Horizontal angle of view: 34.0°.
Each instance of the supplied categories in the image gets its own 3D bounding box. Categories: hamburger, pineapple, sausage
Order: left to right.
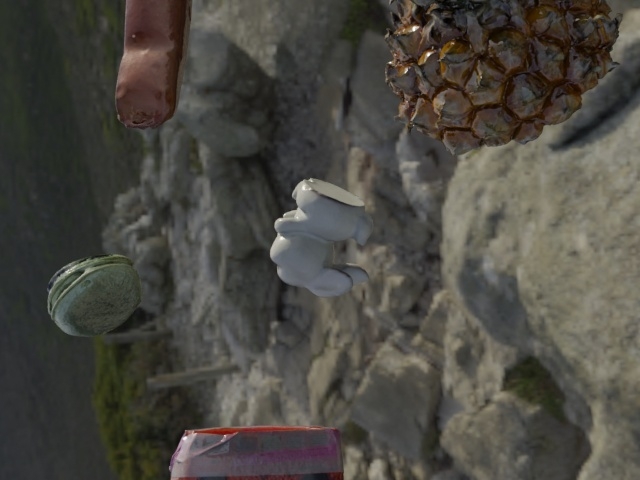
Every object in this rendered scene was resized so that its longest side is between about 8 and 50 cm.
[{"bbox_3d":[-0.304,0.071,1.405,0.062,0.133,0.140,53,167,30],"label":"hamburger"},{"bbox_3d":[-0.242,-0.322,1.558,0.094,0.097,0.348,47,-136,-71],"label":"sausage"},{"bbox_3d":[0.125,-0.253,0.971,0.271,0.262,0.262,50,-170,-48],"label":"pineapple"}]

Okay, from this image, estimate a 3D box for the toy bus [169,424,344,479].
[{"bbox_3d":[-0.110,0.394,1.806,0.127,0.303,0.147,137,134,-72],"label":"toy bus"}]

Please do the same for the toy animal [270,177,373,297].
[{"bbox_3d":[0.006,-0.003,1.840,0.127,0.179,0.193,-37,-38,-73],"label":"toy animal"}]
